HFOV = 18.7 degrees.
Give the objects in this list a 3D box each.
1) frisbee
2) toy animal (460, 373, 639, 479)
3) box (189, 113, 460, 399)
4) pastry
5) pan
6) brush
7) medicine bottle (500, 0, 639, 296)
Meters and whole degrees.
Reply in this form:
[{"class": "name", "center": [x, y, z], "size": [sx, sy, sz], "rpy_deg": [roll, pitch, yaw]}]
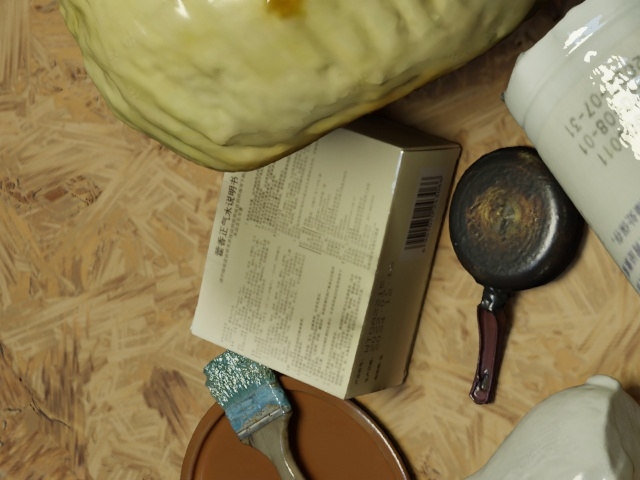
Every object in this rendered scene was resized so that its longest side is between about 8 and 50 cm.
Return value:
[{"class": "frisbee", "center": [-0.019, 0.238, 1.657], "size": [0.251, 0.021, 0.250], "rpy_deg": [4, 98, 32]}, {"class": "toy animal", "center": [0.148, 0.227, 1.479], "size": [0.282, 0.140, 0.138], "rpy_deg": [-43, 63, 26]}, {"class": "box", "center": [0.000, 0.000, 1.572], "size": [0.168, 0.095, 0.212], "rpy_deg": [21, 106, 29]}, {"class": "pastry", "center": [-0.015, -0.238, 1.383], "size": [0.388, 0.388, 0.312], "rpy_deg": [-26, 99, 33]}, {"class": "pan", "center": [0.138, 0.030, 1.518], "size": [0.115, 0.040, 0.212], "rpy_deg": [22, 107, 35]}, {"class": "brush", "center": [-0.036, 0.179, 1.637], "size": [0.070, 0.021, 0.196], "rpy_deg": [-35, 76, 34]}, {"class": "medicine bottle", "center": [0.291, -0.021, 1.315], "size": [0.190, 0.190, 0.332], "rpy_deg": [-43, 70, 29]}]
